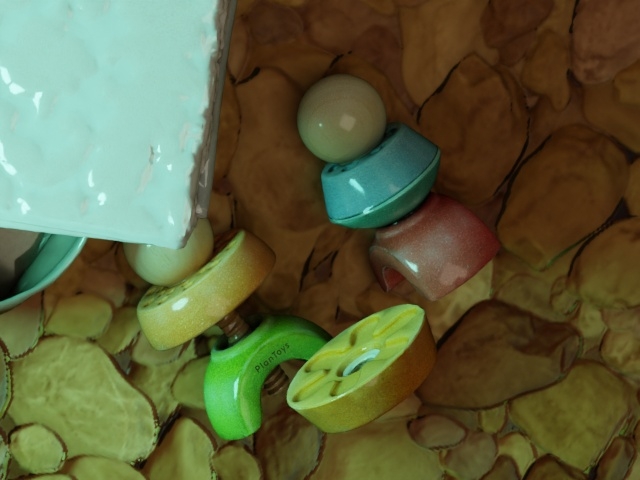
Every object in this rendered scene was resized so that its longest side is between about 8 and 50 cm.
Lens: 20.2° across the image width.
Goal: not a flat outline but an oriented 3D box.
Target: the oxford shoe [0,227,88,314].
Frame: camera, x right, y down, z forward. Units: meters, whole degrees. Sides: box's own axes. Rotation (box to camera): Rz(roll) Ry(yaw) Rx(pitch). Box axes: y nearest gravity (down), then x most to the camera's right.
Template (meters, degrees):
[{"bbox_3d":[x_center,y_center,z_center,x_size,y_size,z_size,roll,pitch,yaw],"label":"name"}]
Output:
[{"bbox_3d":[-0.165,-0.146,1.093,0.169,0.130,0.449,17,99,-17],"label":"oxford shoe"}]

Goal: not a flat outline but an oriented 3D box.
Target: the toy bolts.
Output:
[{"bbox_3d":[0.000,0.000,1.154,0.228,0.218,0.158,-41,107,-21],"label":"toy bolts"}]

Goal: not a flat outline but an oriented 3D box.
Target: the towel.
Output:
[{"bbox_3d":[-0.195,-0.176,1.008,0.316,0.053,0.332,9,91,10],"label":"towel"}]
